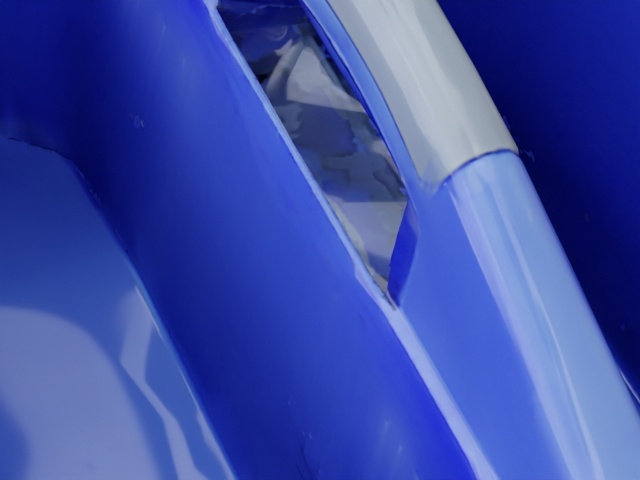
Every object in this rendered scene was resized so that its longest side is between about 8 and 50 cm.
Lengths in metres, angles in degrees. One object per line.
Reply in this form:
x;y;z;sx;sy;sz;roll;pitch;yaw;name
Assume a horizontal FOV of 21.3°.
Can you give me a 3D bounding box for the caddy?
0.000;0.000;0.412;0.241;0.341;0.179;-16;-33;-23;caddy
